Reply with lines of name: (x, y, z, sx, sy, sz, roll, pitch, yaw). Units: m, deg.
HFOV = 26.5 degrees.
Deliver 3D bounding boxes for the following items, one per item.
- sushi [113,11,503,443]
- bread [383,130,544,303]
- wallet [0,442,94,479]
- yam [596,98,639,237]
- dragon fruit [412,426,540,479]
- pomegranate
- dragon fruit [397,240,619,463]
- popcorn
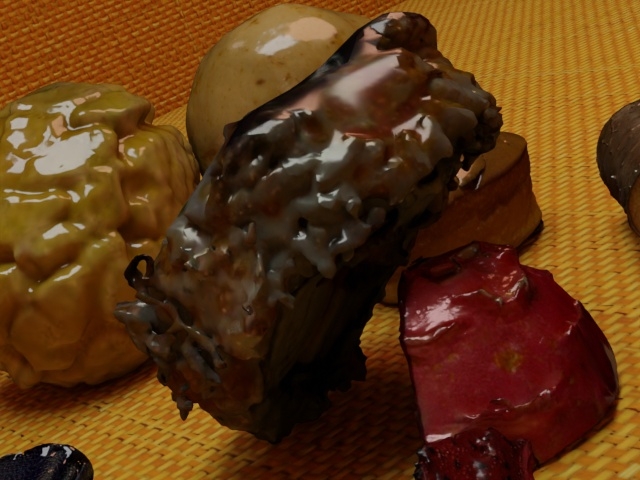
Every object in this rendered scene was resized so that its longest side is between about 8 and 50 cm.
sushi: (-0.001, 0.003, 1.206, 0.417, 0.176, 0.417, -51, -13, -16)
bread: (0.136, -0.038, 1.546, 0.195, 0.143, 0.269, -6, 23, 44)
wallet: (-0.342, 0.290, 1.203, 0.262, 0.071, 0.221, -20, 20, 14)
yam: (0.359, -0.073, 1.399, 0.128, 0.129, 0.238, -50, 11, 14)
dragon fruit: (0.126, 0.183, 0.951, 0.063, 0.097, 0.131, -1, 5, 43)
pomegranate: (-0.004, -0.137, 1.753, 0.342, 0.342, 0.342, -19, 15, 5)
dragon fruit: (0.155, 0.086, 1.127, 0.189, 0.163, 0.262, 11, 21, 8)
popcorn: (-0.315, -0.016, 1.672, 0.344, 0.354, 0.390, 0, 17, 5)
